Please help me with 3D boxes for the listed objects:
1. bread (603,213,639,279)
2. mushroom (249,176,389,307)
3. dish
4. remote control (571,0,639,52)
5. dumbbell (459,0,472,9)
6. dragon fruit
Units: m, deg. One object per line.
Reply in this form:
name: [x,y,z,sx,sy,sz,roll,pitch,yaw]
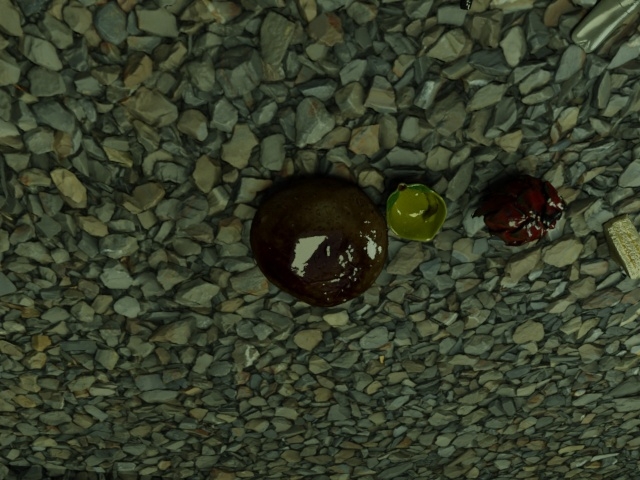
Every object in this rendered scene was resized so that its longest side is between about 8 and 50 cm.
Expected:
bread: [0.847,0.016,1.510,0.077,0.105,0.152,-31,127,10]
mushroom: [0.008,0.009,1.346,0.345,0.239,0.345,-20,137,-20]
dish: [0.230,-0.088,1.372,0.149,0.080,0.207,-22,130,12]
remote control: [0.619,-0.481,1.112,0.073,0.044,0.229,27,121,-29]
dumbbell: [0.274,-0.565,0.942,0.143,0.143,0.325,-4,129,-3]
dragon fruit: [0.494,-0.071,1.360,0.182,0.182,0.188,22,122,-22]
